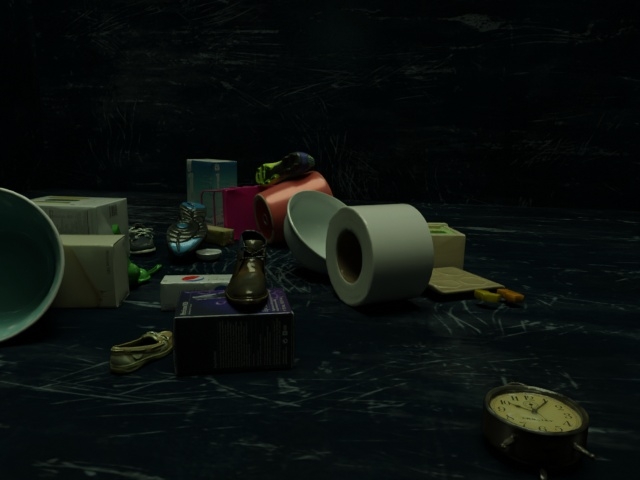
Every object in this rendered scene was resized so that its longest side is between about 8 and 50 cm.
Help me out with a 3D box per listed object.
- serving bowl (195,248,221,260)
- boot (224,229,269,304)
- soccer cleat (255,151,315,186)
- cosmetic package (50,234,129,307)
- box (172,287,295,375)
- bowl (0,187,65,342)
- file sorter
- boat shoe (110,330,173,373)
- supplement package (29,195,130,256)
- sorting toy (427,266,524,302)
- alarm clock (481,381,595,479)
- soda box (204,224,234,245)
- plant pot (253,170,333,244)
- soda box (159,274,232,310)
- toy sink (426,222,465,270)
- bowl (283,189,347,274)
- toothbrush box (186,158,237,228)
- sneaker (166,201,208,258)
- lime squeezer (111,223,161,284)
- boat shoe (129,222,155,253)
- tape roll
[{"bbox_3d":[-0.364,0.049,1.697,0.083,0.027,0.083,1,12,0],"label":"serving bowl"},{"bbox_3d":[-0.138,0.048,0.975,0.082,0.106,0.219,-1,11,-9],"label":"boot"},{"bbox_3d":[-0.141,-0.266,2.015,0.121,0.093,0.289,1,-12,-44],"label":"soccer cleat"},{"bbox_3d":[-0.628,0.072,1.234,0.310,0.160,0.113,-1,13,-4],"label":"cosmetic package"},{"bbox_3d":[-0.160,0.161,0.957,0.207,0.108,0.153,-1,12,-12],"label":"box"},{"bbox_3d":[-0.670,0.056,1.065,0.312,0.311,0.163,-1,-7,-13],"label":"bowl"},{"bbox_3d":[-0.322,-0.120,2.124,0.182,0.202,0.291,7,13,42],"label":"file sorter"},{"bbox_3d":[-0.317,0.190,0.945,0.056,0.048,0.153,7,13,26],"label":"boat shoe"},{"bbox_3d":[-0.758,-0.027,1.602,0.263,0.198,0.199,2,12,5],"label":"supplement package"},{"bbox_3d":[0.369,0.124,1.389,0.229,0.041,0.307,1,11,-23],"label":"sorting toy"},{"bbox_3d":[0.286,0.242,0.710,0.129,0.064,0.192,3,14,11],"label":"alarm clock"},{"bbox_3d":[-0.410,-0.021,1.968,0.181,0.058,0.061,9,13,36],"label":"soda box"},{"bbox_3d":[-0.106,-0.106,1.970,0.243,0.274,0.275,-15,17,-25],"label":"plant pot"},{"bbox_3d":[-0.266,0.122,1.241,0.216,0.069,0.074,0,11,-9],"label":"soda box"},{"bbox_3d":[0.348,0.015,1.679,0.153,0.131,0.234,1,11,-6],"label":"toy sink"},{"bbox_3d":[0.000,0.000,1.567,0.298,0.134,0.297,25,38,-21],"label":"bowl"},{"bbox_3d":[-0.468,-0.199,2.247,0.126,0.295,0.216,-9,14,-44],"label":"toothbrush box"},{"bbox_3d":[-0.445,-0.010,1.772,0.125,0.139,0.341,10,24,-7],"label":"sneaker"},{"bbox_3d":[-0.501,0.070,1.406,0.059,0.110,0.310,-16,-22,-1],"label":"lime squeezer"},{"bbox_3d":[-0.627,-0.008,1.824,0.095,0.079,0.254,-2,12,-19],"label":"boat shoe"},{"bbox_3d":[0.139,0.033,1.284,0.169,0.246,0.246,-4,12,-25],"label":"tape roll"}]
